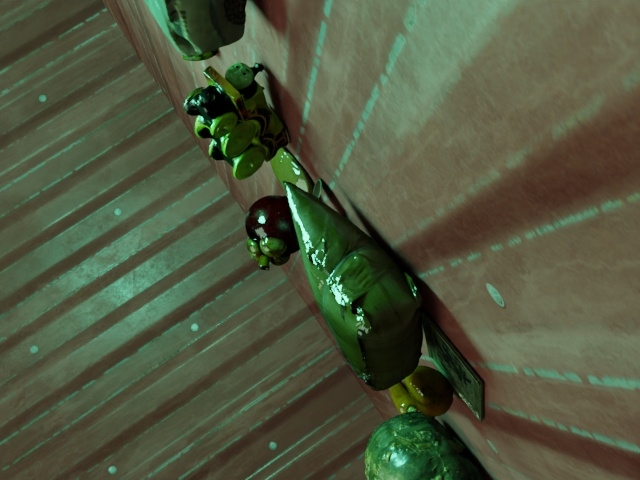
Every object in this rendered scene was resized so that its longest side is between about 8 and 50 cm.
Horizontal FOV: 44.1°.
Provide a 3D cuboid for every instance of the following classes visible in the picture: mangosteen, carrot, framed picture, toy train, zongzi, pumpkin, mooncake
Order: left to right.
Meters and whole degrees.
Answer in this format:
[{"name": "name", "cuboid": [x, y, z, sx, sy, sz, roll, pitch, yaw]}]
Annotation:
[{"name": "mooncake", "cuboid": [-0.201, -0.404, 1.122, 0.255, 0.136, 0.250, 59, 172, 19]}, {"name": "toy train", "cuboid": [-0.153, -0.228, 1.488, 0.100, 0.160, 0.296, 44, 171, 19]}, {"name": "mangosteen", "cuboid": [-0.118, -0.018, 2.007, 0.200, 0.199, 0.200, 55, 172, 11]}, {"name": "zongzi", "cuboid": [0.045, 0.086, 1.466, 0.360, 0.159, 0.323, 49, 161, 29]}, {"name": "carrot", "cuboid": [0.221, 0.440, 2.326, 0.061, 0.061, 0.257, 61, 175, -31]}, {"name": "pumpkin", "cuboid": [0.256, 0.588, 1.957, 0.328, 0.257, 0.291, 49, -176, 4]}, {"name": "framed picture", "cuboid": [0.248, 0.238, 1.470, 0.173, 0.010, 0.231, 52, 171, 31]}]

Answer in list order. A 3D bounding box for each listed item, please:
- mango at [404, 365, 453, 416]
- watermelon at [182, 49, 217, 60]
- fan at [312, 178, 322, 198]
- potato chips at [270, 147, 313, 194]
[{"name": "mango", "cuboid": [0.221, 0.297, 1.603, 0.105, 0.084, 0.159, 51, 172, 30]}, {"name": "watermelon", "cuboid": [-0.258, -0.430, 1.739, 0.068, 0.087, 0.163, 20, -179, -10]}, {"name": "fan", "cuboid": [-0.007, -0.072, 1.540, 0.133, 0.005, 0.085, -104, 28, -65]}, {"name": "potato chips", "cuboid": [-0.069, -0.141, 1.738, 0.202, 0.049, 0.150, 58, 170, 41]}]
